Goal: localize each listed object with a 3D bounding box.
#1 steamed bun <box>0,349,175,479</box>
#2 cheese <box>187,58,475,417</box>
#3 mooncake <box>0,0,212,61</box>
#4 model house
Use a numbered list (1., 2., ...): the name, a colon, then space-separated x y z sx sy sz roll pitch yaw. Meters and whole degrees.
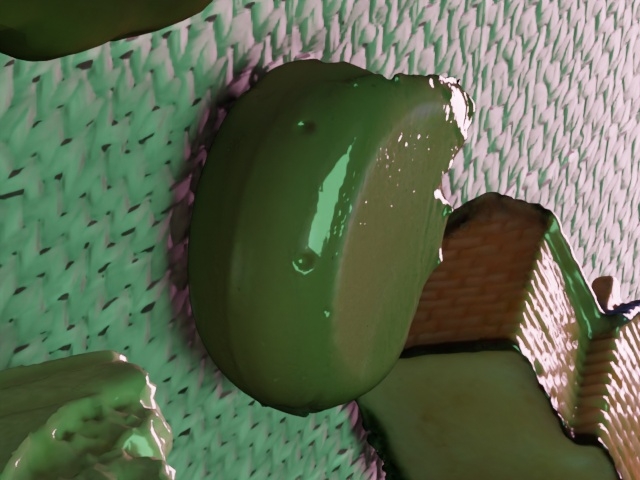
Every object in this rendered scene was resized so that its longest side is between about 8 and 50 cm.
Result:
1. steamed bun: -0.136 0.198 0.696 0.272 0.274 0.290 -104 -165 -60
2. cheese: 0.000 0.000 0.913 0.175 0.091 0.202 -6 113 -57
3. mooncake: -0.112 -0.207 0.556 0.290 0.161 0.290 -31 129 -48
4. model house: 0.125 0.070 1.104 0.183 0.166 0.172 59 40 -34
